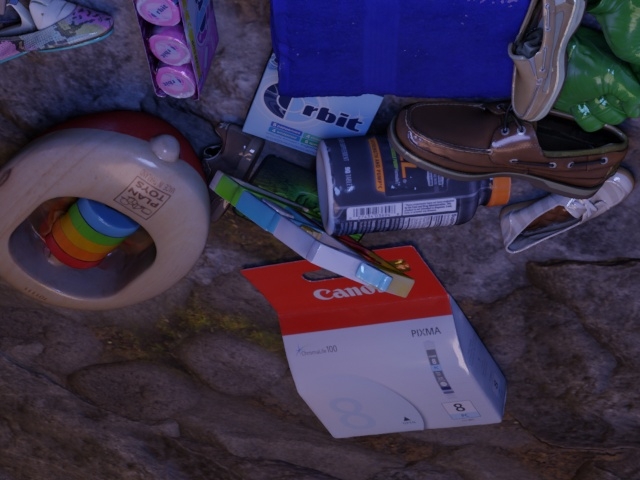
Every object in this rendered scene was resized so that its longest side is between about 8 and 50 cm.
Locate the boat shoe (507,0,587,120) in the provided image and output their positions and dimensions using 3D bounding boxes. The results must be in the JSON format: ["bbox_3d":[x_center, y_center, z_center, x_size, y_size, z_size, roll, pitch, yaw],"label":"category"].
[{"bbox_3d":[0.244,-0.218,1.801,0.072,0.068,0.190,-15,132,-31],"label":"boat shoe"}]

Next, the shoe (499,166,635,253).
[{"bbox_3d":[0.333,-0.039,2.119,0.076,0.058,0.219,37,138,-28],"label":"shoe"}]

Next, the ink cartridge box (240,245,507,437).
[{"bbox_3d":[0.083,0.169,2.457,0.308,0.091,0.385,-8,139,28],"label":"ink cartridge box"}]

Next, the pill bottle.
[{"bbox_3d":[0.123,-0.079,2.049,0.246,0.130,0.130,-5,144,-7],"label":"pill bottle"}]

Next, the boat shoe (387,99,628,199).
[{"bbox_3d":[0.240,-0.137,1.971,0.307,0.110,0.104,7,147,-20],"label":"boat shoe"}]

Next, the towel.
[{"bbox_3d":[0.094,-0.258,1.874,0.308,0.076,0.227,2,149,2],"label":"towel"}]

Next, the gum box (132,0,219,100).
[{"bbox_3d":[-0.177,-0.272,1.936,0.062,0.107,0.188,6,144,10],"label":"gum box"}]

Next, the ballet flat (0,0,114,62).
[{"bbox_3d":[-0.375,-0.280,2.032,0.222,0.077,0.079,-9,119,29],"label":"ballet flat"}]

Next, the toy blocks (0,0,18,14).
[{"bbox_3d":[-0.506,-0.363,1.897,0.382,0.190,0.261,17,156,-3],"label":"toy blocks"}]

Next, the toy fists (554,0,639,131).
[{"bbox_3d":[0.358,-0.228,1.828,0.142,0.096,0.279,20,142,-10],"label":"toy fists"}]

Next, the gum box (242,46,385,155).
[{"bbox_3d":[-0.005,-0.186,2.050,0.157,0.041,0.184,19,143,-7],"label":"gum box"}]

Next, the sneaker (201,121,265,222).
[{"bbox_3d":[-0.137,-0.102,2.205,0.071,0.066,0.188,34,137,1],"label":"sneaker"}]

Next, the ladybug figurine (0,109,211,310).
[{"bbox_3d":[-0.313,-0.053,2.229,0.305,0.161,0.449,33,141,-23],"label":"ladybug figurine"}]

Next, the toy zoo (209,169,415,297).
[{"bbox_3d":[0.000,0.000,2.088,0.192,0.030,0.293,21,-170,-45],"label":"toy zoo"}]

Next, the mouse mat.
[{"bbox_3d":[-0.019,-0.046,2.262,0.190,0.007,0.152,23,138,-12],"label":"mouse mat"}]
